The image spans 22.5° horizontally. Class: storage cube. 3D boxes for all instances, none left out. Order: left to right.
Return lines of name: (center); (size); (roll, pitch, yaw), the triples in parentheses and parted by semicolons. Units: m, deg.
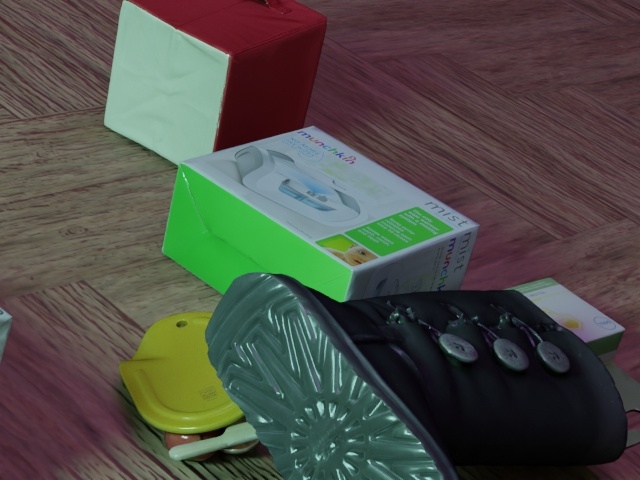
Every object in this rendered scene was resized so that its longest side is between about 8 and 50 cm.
storage cube: (-0.134, -0.214, 2.027); (0.183, 0.215, 0.193); (31, 36, 25)

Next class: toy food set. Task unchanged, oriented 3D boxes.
toy food set: (-0.108, 0.155, 1.512); (0.128, 0.071, 0.218); (-19, 35, -12)

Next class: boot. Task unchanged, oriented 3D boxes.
boot: (0.141, 0.191, 1.466); (0.445, 0.146, 0.367); (11, 43, -53)

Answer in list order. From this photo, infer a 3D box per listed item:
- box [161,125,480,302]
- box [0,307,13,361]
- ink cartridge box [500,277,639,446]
box: (0.000, 0.000, 1.790); (0.262, 0.127, 0.231); (33, 33, 31)
box: (-0.389, 0.074, 1.343); (0.290, 0.169, 0.087); (29, 19, 39)
ink cartridge box: (0.278, 0.132, 1.769); (0.171, 0.056, 0.235); (-11, 36, -43)
